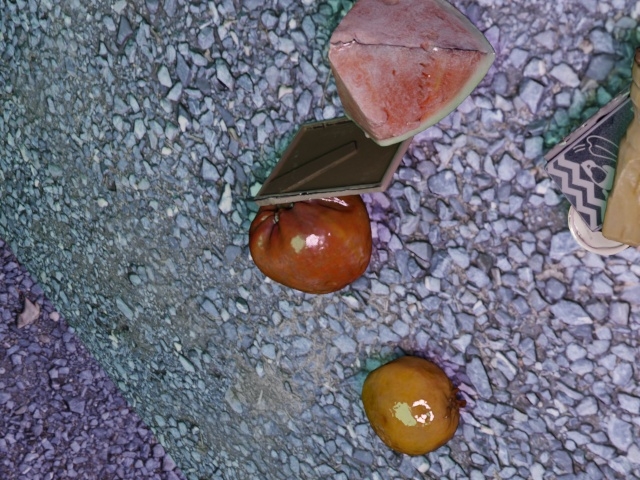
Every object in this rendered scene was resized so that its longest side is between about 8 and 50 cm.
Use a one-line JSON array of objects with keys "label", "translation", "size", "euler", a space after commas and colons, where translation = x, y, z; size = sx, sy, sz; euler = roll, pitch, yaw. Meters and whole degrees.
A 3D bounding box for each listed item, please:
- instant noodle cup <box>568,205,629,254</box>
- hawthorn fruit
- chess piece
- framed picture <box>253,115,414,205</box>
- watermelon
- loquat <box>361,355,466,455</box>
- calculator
[{"label": "instant noodle cup", "translation": [0.497, -0.049, 1.239], "size": [0.151, 0.122, 0.151], "euler": [17, 116, 37]}, {"label": "hawthorn fruit", "translation": [0.000, 0.000, 1.607], "size": [0.277, 0.277, 0.298], "euler": [-1, 138, 40]}, {"label": "chess piece", "translation": [0.476, -0.115, 1.033], "size": [0.137, 0.137, 0.301], "euler": [24, 135, 29]}, {"label": "framed picture", "translation": [0.038, -0.175, 1.491], "size": [0.335, 0.247, 0.022], "euler": [-4, 135, 41]}, {"label": "watermelon", "translation": [0.105, -0.343, 1.334], "size": [0.283, 0.292, 0.250], "euler": [-52, 35, 20]}, {"label": "loquat", "translation": [0.200, 0.373, 1.649], "size": [0.238, 0.193, 0.238], "euler": [13, 111, 36]}, {"label": "calculator", "translation": [0.475, -0.137, 1.115], "size": [0.166, 0.028, 0.274], "euler": [55, 135, 9]}]
